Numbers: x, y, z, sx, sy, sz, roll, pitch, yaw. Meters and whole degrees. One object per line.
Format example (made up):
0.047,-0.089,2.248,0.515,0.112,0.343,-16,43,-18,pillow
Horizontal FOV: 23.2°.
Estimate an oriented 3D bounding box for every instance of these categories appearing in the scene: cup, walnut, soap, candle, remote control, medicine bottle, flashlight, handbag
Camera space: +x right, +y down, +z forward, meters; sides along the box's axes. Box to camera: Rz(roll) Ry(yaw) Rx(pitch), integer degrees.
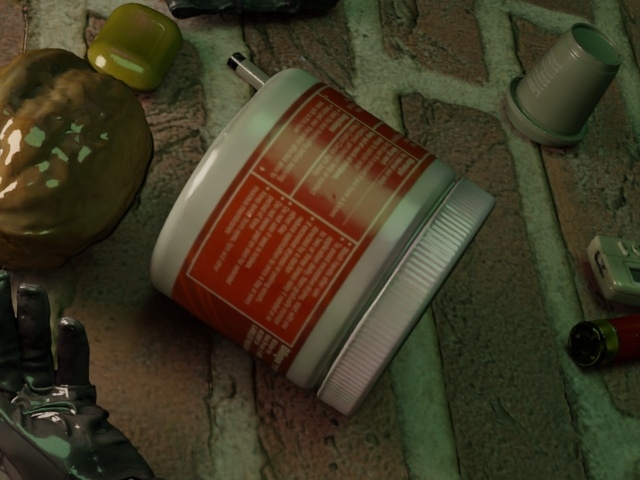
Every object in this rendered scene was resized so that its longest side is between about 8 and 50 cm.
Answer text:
0.309,-0.200,1.959,0.120,0.141,0.120,18,38,-15,cup
-0.260,-0.077,1.448,0.198,0.198,0.245,32,41,3,walnut
-0.206,-0.213,1.735,0.089,0.045,0.140,24,41,-3,soap
0.335,0.107,1.717,0.131,0.052,0.052,-6,51,-37,candle
0.420,0.051,1.828,0.230,0.049,0.090,10,43,-23,remote control
0.000,0.000,1.468,0.241,0.252,0.252,34,39,6,medicine bottle
-0.072,-0.187,1.809,0.083,0.018,0.018,40,42,14,flashlight
-0.107,-0.342,1.913,0.270,0.088,0.175,-13,63,-40,handbag

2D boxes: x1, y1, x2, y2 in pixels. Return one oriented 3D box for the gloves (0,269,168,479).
-0.220,0.155,1.281,0.142,0.119,0.285,-18,72,-55,gloves
